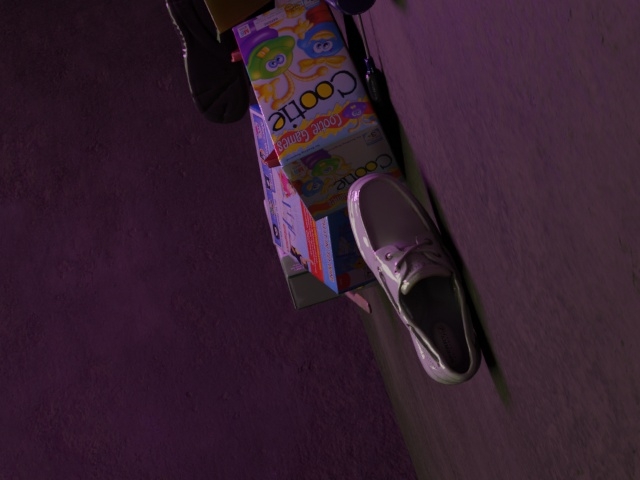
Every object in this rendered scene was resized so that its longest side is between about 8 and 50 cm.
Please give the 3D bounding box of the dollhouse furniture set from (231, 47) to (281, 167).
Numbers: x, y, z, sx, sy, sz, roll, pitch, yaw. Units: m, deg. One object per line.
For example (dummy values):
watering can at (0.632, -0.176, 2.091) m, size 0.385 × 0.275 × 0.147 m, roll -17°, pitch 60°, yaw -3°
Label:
dollhouse furniture set at (-0.019, -0.284, 1.761) m, size 0.374 × 0.152 × 0.201 m, roll -67°, pitch -38°, yaw -67°

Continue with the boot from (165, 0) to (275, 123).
boot at (-0.168, -0.432, 1.827) m, size 0.284 × 0.138 × 0.377 m, roll -73°, pitch -23°, yaw -61°

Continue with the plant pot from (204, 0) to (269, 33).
plant pot at (-0.118, -0.465, 1.510) m, size 0.212 × 0.187 × 0.212 m, roll -111°, pitch -3°, yaw -61°

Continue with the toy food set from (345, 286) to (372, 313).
toy food set at (0.084, 0.021, 2.021) m, size 0.128 × 0.071 × 0.217 m, roll 26°, pitch 130°, yaw 63°

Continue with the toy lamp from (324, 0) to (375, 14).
toy lamp at (0.005, -0.336, 1.131) m, size 0.274 × 0.080 × 0.080 m, roll -110°, pitch 3°, yaw -49°

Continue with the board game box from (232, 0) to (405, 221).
board game box at (-0.005, -0.192, 1.417) m, size 0.142 × 0.144 × 0.275 m, roll 58°, pitch -170°, yaw -55°

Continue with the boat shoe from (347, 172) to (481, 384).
boat shoe at (0.119, 0.039, 1.197) m, size 0.277 × 0.098 × 0.096 m, roll 62°, pitch 176°, yaw 6°

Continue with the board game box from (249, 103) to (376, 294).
board game box at (-0.018, -0.094, 1.952) m, size 0.302 × 0.086 × 0.308 m, roll 36°, pitch 139°, yaw 56°

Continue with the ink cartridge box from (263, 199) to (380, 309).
ink cartridge box at (0.000, 0.000, 2.293) m, size 0.278 × 0.202 × 0.117 m, roll -110°, pitch 4°, yaw -48°

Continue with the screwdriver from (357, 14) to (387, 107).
screwdriver at (0.056, -0.243, 1.270) m, size 0.025 × 0.024 × 0.169 m, roll 21°, pitch 139°, yaw 49°
